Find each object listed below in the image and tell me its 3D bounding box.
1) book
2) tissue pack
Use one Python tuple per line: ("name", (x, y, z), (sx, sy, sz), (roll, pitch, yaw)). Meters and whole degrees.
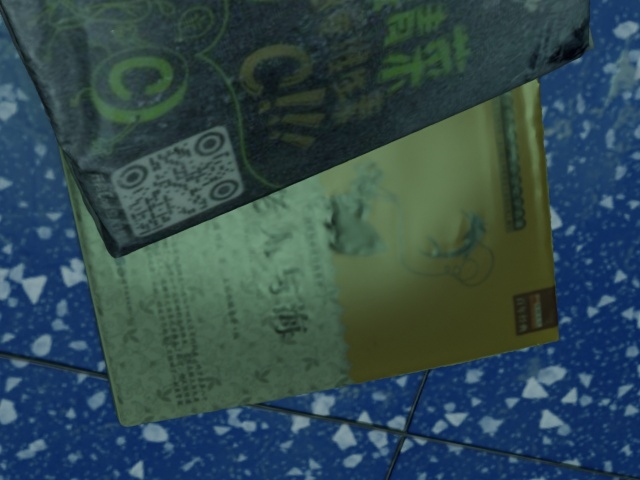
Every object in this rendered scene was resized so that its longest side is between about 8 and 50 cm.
("book", (0.000, 0.000, 1.200), (0.388, 0.032, 0.269), (-12, 113, -5))
("tissue pack", (-0.011, -0.172, 1.003), (0.394, 0.124, 0.288), (-24, 142, -7))
